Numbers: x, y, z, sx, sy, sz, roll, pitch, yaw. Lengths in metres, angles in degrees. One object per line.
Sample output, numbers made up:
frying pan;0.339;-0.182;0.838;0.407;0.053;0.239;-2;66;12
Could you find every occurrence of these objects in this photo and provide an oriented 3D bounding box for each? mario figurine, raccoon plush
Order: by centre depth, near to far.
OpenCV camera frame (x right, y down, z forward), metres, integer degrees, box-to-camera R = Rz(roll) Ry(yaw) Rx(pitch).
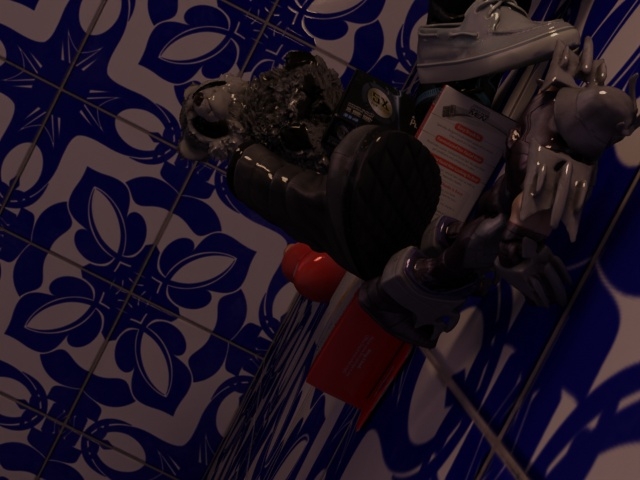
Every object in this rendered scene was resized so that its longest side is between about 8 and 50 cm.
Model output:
mario figurine;0.000;0.000;1.723;0.170;0.198;0.320;-24;15;24
raccoon plush;-0.080;-0.179;1.828;0.299;0.446;0.216;-9;52;30

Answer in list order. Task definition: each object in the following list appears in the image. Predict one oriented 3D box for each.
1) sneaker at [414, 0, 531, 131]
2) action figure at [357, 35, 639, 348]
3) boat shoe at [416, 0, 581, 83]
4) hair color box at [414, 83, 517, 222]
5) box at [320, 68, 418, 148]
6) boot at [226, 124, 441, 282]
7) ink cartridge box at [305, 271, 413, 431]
sneaker;0.185;-0.225;1.128;0.341;0.125;0.139;90;-173;-52
action figure;0.137;-0.023;0.650;0.185;0.099;0.285;-57;3;-36
boat shoe;0.174;-0.215;0.971;0.227;0.079;0.081;4;108;59
hair color box;0.138;-0.079;1.029;0.167;0.093;0.053;-61;3;13
box;0.112;-0.209;1.690;0.077;0.180;0.147;-59;5;48
boot;-0.002;-0.037;0.871;0.118;0.223;0.338;-59;-21;-12
ink cartridge box;0.054;0.096;1.073;0.134;0.078;0.231;-61;4;28
